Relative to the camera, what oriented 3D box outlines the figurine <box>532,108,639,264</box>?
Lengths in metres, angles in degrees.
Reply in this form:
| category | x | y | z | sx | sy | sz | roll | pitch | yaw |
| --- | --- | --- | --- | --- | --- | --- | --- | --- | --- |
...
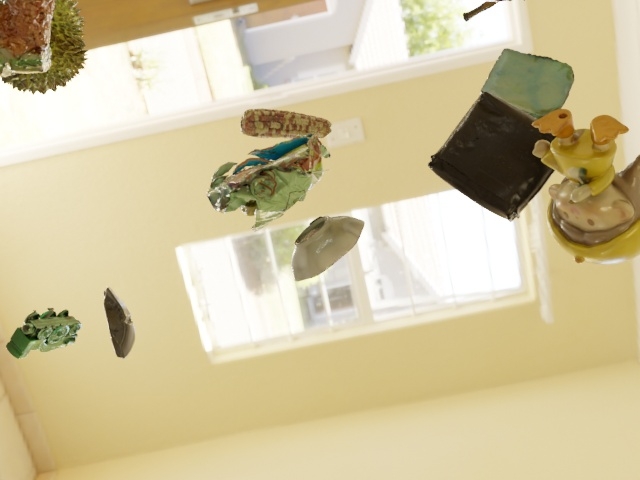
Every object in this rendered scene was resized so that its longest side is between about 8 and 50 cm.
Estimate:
| category | x | y | z | sx | sy | sz | roll | pitch | yaw |
| --- | --- | --- | --- | --- | --- | --- | --- | --- | --- |
| figurine | 0.517 | -0.096 | 1.493 | 0.215 | 0.187 | 0.343 | 37 | -17 | 44 |

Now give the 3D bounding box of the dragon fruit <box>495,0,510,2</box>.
| category | x | y | z | sx | sy | sz | roll | pitch | yaw |
| --- | --- | --- | --- | --- | --- | --- | --- | --- | --- |
| dragon fruit | 0.382 | -0.672 | 1.829 | 0.250 | 0.315 | 0.250 | 13 | 90 | -68 |

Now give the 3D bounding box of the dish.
| category | x | y | z | sx | sy | sz | roll | pitch | yaw |
| --- | --- | --- | --- | --- | --- | --- | --- | --- | --- |
| dish | 0.000 | 0.000 | 1.643 | 0.066 | 0.191 | 0.190 | 50 | 11 | -14 |

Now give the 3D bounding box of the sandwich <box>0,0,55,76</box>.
| category | x | y | z | sx | sy | sz | roll | pitch | yaw |
| --- | --- | --- | --- | --- | --- | --- | --- | --- | --- |
| sandwich | -0.486 | -0.345 | 1.282 | 0.185 | 0.109 | 0.159 | -123 | -136 | -67 |

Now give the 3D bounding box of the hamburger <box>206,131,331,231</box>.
| category | x | y | z | sx | sy | sz | roll | pitch | yaw |
| --- | --- | --- | --- | --- | --- | --- | --- | --- | --- |
| hamburger | -0.102 | -0.108 | 1.690 | 0.260 | 0.276 | 0.150 | -94 | 162 | -68 |

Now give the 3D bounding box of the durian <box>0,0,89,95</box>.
| category | x | y | z | sx | sy | sz | roll | pitch | yaw |
| --- | --- | --- | --- | --- | --- | --- | --- | --- | --- |
| durian | -0.649 | -0.455 | 1.757 | 0.291 | 0.225 | 0.291 | 37 | -33 | 29 |

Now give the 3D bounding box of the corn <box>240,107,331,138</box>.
| category | x | y | z | sx | sy | sz | roll | pitch | yaw |
| --- | --- | --- | --- | --- | --- | --- | --- | --- | --- |
| corn | -0.087 | -0.294 | 2.039 | 0.079 | 0.237 | 0.079 | -175 | -90 | -77 |

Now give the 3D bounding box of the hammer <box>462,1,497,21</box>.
| category | x | y | z | sx | sy | sz | roll | pitch | yaw |
| --- | --- | --- | --- | --- | --- | --- | --- | --- | --- |
| hammer | 0.470 | -0.643 | 2.143 | 0.078 | 0.201 | 0.021 | 44 | 48 | -22 |

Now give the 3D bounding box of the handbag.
| category | x | y | z | sx | sy | sz | roll | pitch | yaw |
| --- | --- | --- | --- | --- | --- | --- | --- | --- | --- |
| handbag | 0.385 | -0.188 | 1.735 | 0.247 | 0.223 | 0.080 | 38 | 1 | 27 |

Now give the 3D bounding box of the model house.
| category | x | y | z | sx | sy | sz | roll | pitch | yaw |
| --- | --- | --- | --- | --- | --- | --- | --- | --- | --- |
| model house | 0.568 | -0.361 | 2.251 | 0.261 | 0.226 | 0.241 | -57 | 160 | -36 |

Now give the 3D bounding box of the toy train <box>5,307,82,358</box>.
| category | x | y | z | sx | sy | sz | roll | pitch | yaw |
| --- | --- | --- | --- | --- | --- | --- | --- | --- | --- |
| toy train | -0.627 | 0.215 | 1.826 | 0.071 | 0.104 | 0.178 | 39 | 12 | 18 |

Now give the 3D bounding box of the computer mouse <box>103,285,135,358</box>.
| category | x | y | z | sx | sy | sz | roll | pitch | yaw |
| --- | --- | --- | --- | --- | --- | --- | --- | --- | --- |
| computer mouse | -0.493 | 0.200 | 1.957 | 0.105 | 0.062 | 0.192 | 100 | -26 | -62 |
